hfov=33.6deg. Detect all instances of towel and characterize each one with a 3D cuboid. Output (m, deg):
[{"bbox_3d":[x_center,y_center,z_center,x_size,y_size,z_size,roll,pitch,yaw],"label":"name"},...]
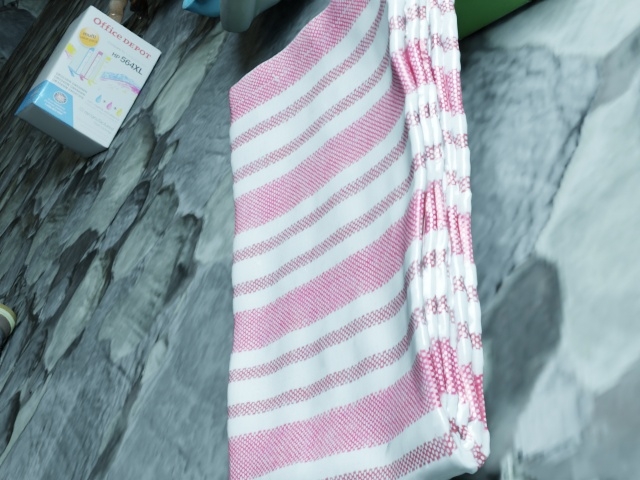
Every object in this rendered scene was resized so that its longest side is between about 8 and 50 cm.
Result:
[{"bbox_3d":[0.000,0.000,0.384,0.144,0.029,0.197,-37,48,52],"label":"towel"}]

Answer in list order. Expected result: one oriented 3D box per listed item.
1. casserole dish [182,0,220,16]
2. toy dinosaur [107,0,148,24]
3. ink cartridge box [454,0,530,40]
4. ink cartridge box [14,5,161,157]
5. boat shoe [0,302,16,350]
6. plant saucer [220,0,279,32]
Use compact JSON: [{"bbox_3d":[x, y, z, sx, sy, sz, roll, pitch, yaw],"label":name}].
[{"bbox_3d":[-0.074,-0.277,0.994,0.114,0.037,0.188,-40,27,37],"label":"casserole dish"},{"bbox_3d":[-0.196,-0.341,1.243,0.200,0.127,0.295,-35,14,24],"label":"toy dinosaur"},{"bbox_3d":[0.080,-0.155,0.459,0.109,0.062,0.209,-20,44,56],"label":"ink cartridge box"},{"bbox_3d":[-0.246,-0.176,1.145,0.090,0.092,0.143,-6,55,63],"label":"ink cartridge box"},{"bbox_3d":[-0.348,0.118,1.010,0.152,0.056,0.049,-47,19,25],"label":"boat shoe"},{"bbox_3d":[-0.005,-0.339,0.719,0.400,0.101,0.400,-175,90,-85],"label":"plant saucer"}]
